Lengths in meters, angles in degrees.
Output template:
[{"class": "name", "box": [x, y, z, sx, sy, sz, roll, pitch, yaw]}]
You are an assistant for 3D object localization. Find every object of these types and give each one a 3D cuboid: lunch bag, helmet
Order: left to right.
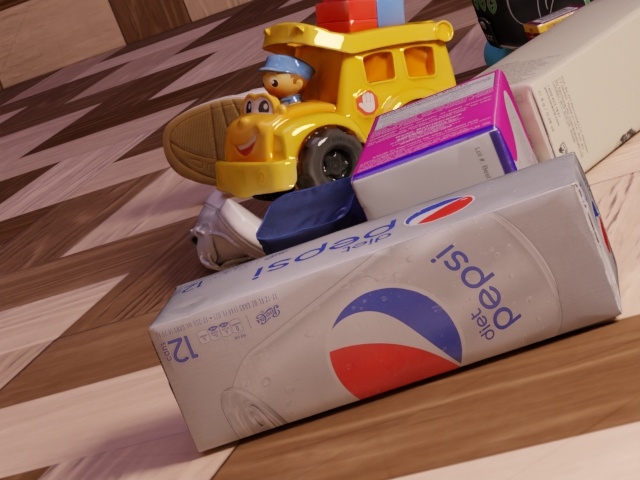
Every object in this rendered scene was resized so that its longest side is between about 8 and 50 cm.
[{"class": "lunch bag", "box": [0.000, 0.000, 1.480, 0.098, 0.065, 0.067, -13, 31, 29]}, {"class": "helmet", "box": [0.230, -0.279, 1.873, 0.169, 0.161, 0.169, -1, 18, 0]}]

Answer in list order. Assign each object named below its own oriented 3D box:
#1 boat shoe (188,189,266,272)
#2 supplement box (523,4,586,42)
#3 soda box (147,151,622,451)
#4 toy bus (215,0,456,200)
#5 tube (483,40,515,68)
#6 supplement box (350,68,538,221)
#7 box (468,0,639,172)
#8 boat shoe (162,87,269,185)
[{"class": "boat shoe", "box": [-0.082, -0.001, 1.642, 0.063, 0.066, 0.184, -56, 21, -1]}, {"class": "supplement box", "box": [0.235, -0.176, 1.771, 0.055, 0.083, 0.043, -24, 13, -9]}, {"class": "soda box", "box": [0.042, 0.038, 1.185, 0.286, 0.091, 0.098, -19, 12, 11]}, {"class": "toy bus", "box": [0.015, -0.142, 1.660, 0.220, 0.211, 0.149, -12, 10, -29]}, {"class": "tube", "box": [0.223, -0.177, 1.898, 0.080, 0.052, 0.207, -28, 19, -7]}, {"class": "supplement box", "box": [0.100, -0.039, 1.363, 0.114, 0.111, 0.220, -20, 12, 13]}, {"class": "box", "box": [0.219, -0.129, 1.584, 0.113, 0.094, 0.275, -9, 18, 44]}, {"class": "boat shoe", "box": [-0.027, -0.121, 1.972, 0.277, 0.098, 0.096, -8, 15, 15]}]
